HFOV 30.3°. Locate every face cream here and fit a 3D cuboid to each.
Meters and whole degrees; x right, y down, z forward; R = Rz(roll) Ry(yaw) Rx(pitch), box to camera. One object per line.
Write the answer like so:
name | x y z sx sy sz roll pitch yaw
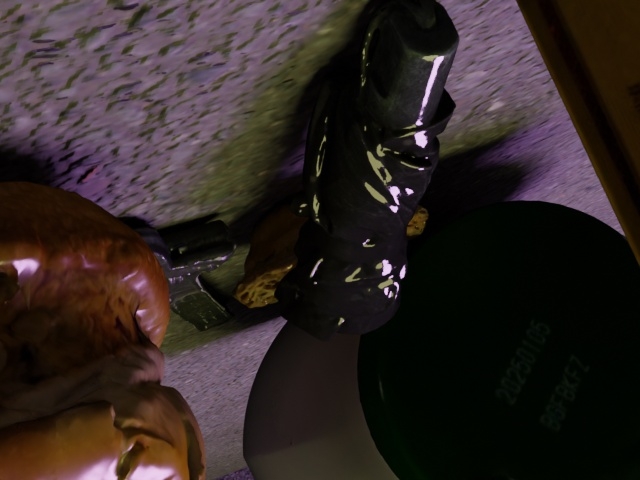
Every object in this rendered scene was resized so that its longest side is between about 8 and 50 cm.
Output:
face cream | 0.095 0.108 0.883 0.312 0.220 0.357 -25 177 -17

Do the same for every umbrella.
umbrella | 0.025 -0.027 0.551 0.066 0.059 0.236 -18 151 -21

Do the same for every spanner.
spanner | -0.088 0.034 0.745 0.093 0.026 0.325 -21 169 -2

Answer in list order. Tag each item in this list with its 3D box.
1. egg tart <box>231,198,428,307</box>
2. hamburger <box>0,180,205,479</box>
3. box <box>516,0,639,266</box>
egg tart | 0.000 0.000 0.709 0.128 0.049 0.129 -24 172 -4
hamburger | -0.203 0.101 0.499 0.289 0.170 0.314 -2 158 -42
box | 0.219 -0.047 0.559 0.084 0.193 0.301 -31 165 32
